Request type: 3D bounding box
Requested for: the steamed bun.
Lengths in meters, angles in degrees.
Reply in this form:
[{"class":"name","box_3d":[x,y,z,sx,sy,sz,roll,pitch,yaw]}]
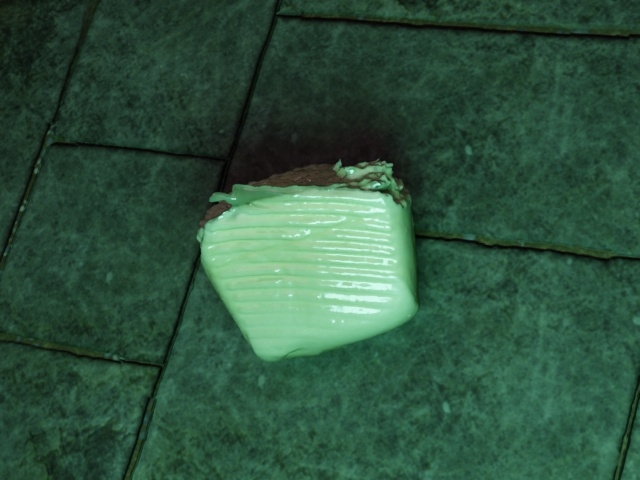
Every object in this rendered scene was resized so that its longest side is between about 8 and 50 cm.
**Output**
[{"class":"steamed bun","box_3d":[0.000,0.000,2.140,0.290,0.273,0.272,-8,20,16]}]
